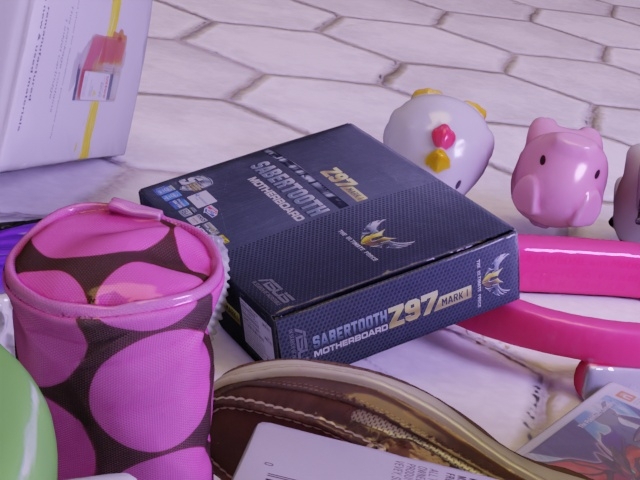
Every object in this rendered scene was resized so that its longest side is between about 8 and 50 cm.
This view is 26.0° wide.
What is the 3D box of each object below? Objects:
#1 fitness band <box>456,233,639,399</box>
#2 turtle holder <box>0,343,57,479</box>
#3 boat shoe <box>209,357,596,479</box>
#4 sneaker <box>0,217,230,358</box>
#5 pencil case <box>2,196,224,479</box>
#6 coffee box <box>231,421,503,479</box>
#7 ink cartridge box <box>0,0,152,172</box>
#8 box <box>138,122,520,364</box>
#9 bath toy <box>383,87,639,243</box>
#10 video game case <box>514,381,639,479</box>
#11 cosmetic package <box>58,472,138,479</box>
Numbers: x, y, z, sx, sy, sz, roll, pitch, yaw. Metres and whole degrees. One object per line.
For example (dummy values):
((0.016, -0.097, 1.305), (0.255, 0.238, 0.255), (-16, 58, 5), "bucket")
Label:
((0.223, 0.050, 1.027), (0.291, 0.054, 0.209), (5, 21, -19), "fitness band")
((-0.238, 0.111, 0.380), (0.320, 0.227, 0.243), (-4, 26, -33), "turtle holder")
((0.046, 0.132, 0.665), (0.257, 0.095, 0.095), (17, 27, 16), "boat shoe")
((-0.183, 0.048, 0.782), (0.146, 0.102, 0.293), (15, 15, 24), "sneaker")
((-0.076, 0.082, 0.566), (0.095, 0.209, 0.098), (11, 36, 13), "pencil case")
((0.099, 0.186, 0.437), (0.297, 0.168, 0.119), (13, 20, 5), "coffee box")
((-0.303, -0.161, 1.041), (0.279, 0.160, 0.384), (13, 5, 2), "ink cartridge box")
((0.000, 0.000, 0.970), (0.183, 0.059, 0.233), (-18, 31, -22), "box")
((0.221, -0.042, 1.186), (0.348, 0.151, 0.129), (12, 55, 4), "bath toy")
((0.210, 0.149, 0.798), (0.183, 0.023, 0.201), (22, 23, 28), "video game case")
((-0.057, 0.198, 0.240), (0.138, 0.224, 0.224), (-1, 23, -36), "cosmetic package")
